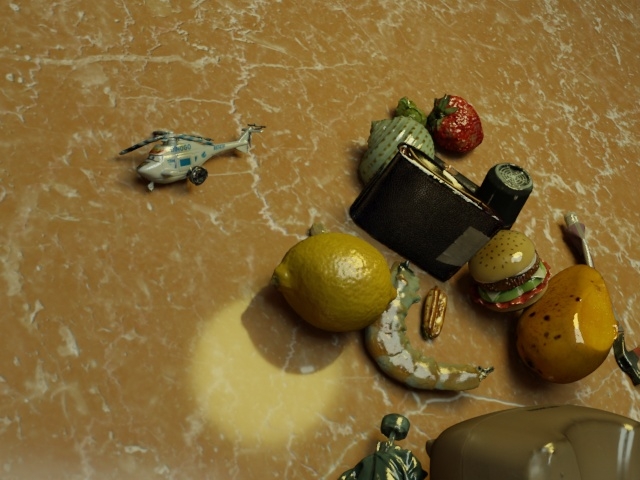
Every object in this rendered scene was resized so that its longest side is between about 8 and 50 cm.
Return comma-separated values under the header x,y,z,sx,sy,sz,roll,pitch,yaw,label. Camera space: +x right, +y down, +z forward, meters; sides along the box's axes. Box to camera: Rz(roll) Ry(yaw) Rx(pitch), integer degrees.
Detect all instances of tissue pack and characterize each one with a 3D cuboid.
x,y,z,sx,sy,sz,roll,pitch,yaw,label
0.363,0.413,1.394,0.387,0.276,0.268,2,83,-40,tissue pack

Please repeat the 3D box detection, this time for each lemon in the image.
x,y,z,sx,sy,sz,roll,pitch,yaw,label
0.028,0.075,1.520,0.244,0.187,0.187,11,54,-14,lemon

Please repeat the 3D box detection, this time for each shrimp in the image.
x,y,z,sx,sy,sz,roll,pitch,yaw,label
0.183,0.189,1.589,0.185,0.068,0.287,-37,74,-24,shrimp

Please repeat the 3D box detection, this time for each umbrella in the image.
x,y,z,sx,sy,sz,roll,pitch,yaw,label
0.088,0.441,1.360,0.143,0.094,0.349,24,48,-5,umbrella

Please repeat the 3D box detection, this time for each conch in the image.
x,y,z,sx,sy,sz,roll,pitch,yaw,label
0.175,-0.180,1.783,0.200,0.131,0.172,39,66,19,conch
0.214,-0.300,1.955,0.121,0.074,0.089,-53,126,-62,conch

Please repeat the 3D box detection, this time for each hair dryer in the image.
x,y,z,sx,sy,sz,roll,pitch,yaw,label
0.289,-0.148,1.845,0.352,0.189,0.107,37,45,17,hair dryer

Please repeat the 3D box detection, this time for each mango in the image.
x,y,z,sx,sy,sz,roll,pitch,yaw,label
0.502,0.168,1.713,0.160,0.191,0.290,42,51,-14,mango

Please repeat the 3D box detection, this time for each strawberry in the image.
x,y,z,sx,sy,sz,roll,pitch,yaw,label
0.326,-0.272,1.970,0.148,0.131,0.131,18,51,-7,strawberry

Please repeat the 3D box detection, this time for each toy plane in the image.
x,y,z,sx,sy,sz,roll,pitch,yaw,label
-0.243,-0.169,1.624,0.181,0.107,0.273,6,18,28,toy plane

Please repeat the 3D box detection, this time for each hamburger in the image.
x,y,z,sx,sy,sz,roll,pitch,yaw,label
0.384,0.055,1.723,0.175,0.175,0.137,-59,134,-41,hamburger

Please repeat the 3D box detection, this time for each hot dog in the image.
x,y,z,sx,sy,sz,roll,pitch,yaw,label
0.228,0.147,1.683,0.049,0.037,0.122,34,53,-19,hot dog

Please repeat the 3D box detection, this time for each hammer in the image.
x,y,z,sx,sy,sz,roll,pitch,yaw,label
0.773,0.227,1.928,0.287,0.033,0.111,-24,73,-39,hammer

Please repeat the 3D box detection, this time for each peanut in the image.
x,y,z,sx,sy,sz,roll,pitch,yaw,label
0.000,0.000,1.658,0.037,0.037,0.083,7,60,-25,peanut

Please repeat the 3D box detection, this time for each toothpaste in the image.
x,y,z,sx,sy,sz,roll,pitch,yaw,label
0.633,0.072,1.950,0.075,0.048,0.301,17,53,-54,toothpaste

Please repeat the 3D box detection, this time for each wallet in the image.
x,y,z,sx,sy,sz,roll,pitch,yaw,label
0.213,-0.055,1.691,0.262,0.221,0.071,37,44,0,wallet
